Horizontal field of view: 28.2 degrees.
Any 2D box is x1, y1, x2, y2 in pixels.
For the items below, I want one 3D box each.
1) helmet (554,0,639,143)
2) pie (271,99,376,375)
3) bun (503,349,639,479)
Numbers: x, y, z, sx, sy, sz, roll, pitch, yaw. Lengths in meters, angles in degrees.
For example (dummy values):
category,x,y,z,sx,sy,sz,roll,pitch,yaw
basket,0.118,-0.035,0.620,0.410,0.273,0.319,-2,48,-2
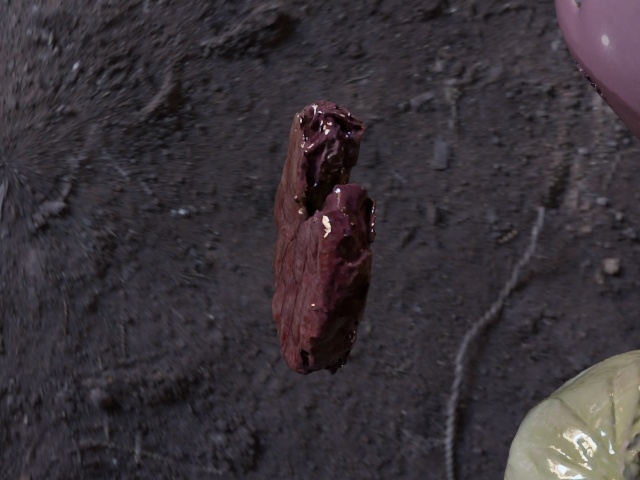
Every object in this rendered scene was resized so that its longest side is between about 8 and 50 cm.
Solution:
category,x,y,z,sx,sy,sz,roll,pitch,yaw
helmet,0.218,-0.108,0.675,0.253,0.154,0.198,50,46,-39
pie,0.000,0.000,0.996,0.054,0.204,0.218,4,56,-11
bun,0.265,0.198,0.957,0.244,0.153,0.244,0,80,0
